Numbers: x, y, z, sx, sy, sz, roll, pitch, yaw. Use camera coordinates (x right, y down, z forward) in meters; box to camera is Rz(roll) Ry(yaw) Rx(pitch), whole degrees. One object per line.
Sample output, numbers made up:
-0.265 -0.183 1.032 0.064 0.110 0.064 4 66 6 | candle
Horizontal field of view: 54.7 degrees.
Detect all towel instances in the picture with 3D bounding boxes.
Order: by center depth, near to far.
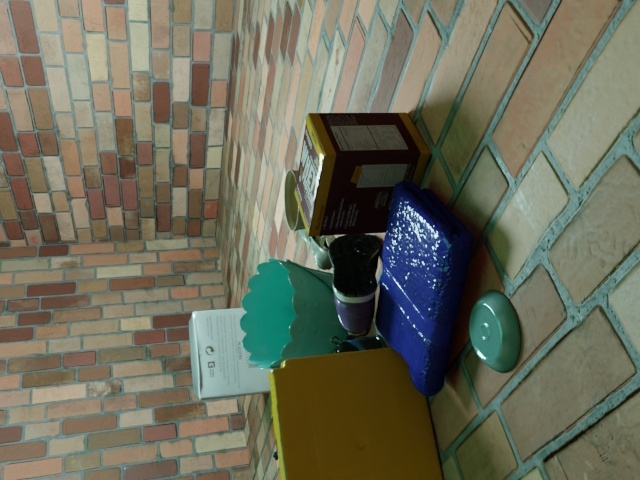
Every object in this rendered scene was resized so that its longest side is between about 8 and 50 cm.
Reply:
0.175 0.076 1.047 0.227 0.076 0.308 -124 32 -55 | towel

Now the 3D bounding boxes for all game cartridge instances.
0.065 0.360 1.092 0.052 0.285 0.323 123 142 -63 | game cartridge

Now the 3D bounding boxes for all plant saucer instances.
0.245 0.131 0.892 0.119 0.021 0.119 176 90 -73 | plant saucer

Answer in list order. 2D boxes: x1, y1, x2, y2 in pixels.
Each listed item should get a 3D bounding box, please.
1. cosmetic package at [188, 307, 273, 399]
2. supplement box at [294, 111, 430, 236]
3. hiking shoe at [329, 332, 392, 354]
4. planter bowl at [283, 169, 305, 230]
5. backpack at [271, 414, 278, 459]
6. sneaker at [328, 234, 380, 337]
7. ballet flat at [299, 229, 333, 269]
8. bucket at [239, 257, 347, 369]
-0.343 0.446 2.460 0.394 0.327 0.329 139 126 -71 | cosmetic package
0.069 -0.121 1.143 0.129 0.194 0.191 -109 22 -43 | supplement box
0.105 0.332 1.220 0.113 0.132 0.304 109 152 -54 | hiking shoe
-0.027 -0.108 1.635 0.162 0.109 0.162 177 90 -75 | planter bowl
-0.071 0.593 1.922 0.173 0.117 0.158 15 -110 -73 | backpack
0.066 0.087 1.262 0.283 0.107 0.124 -76 -15 -62 | sneaker
0.000 0.000 1.673 0.068 0.072 0.213 -56 32 20 | ballet flat
-0.063 0.190 1.566 0.281 0.183 0.281 -17 69 54 | bucket
